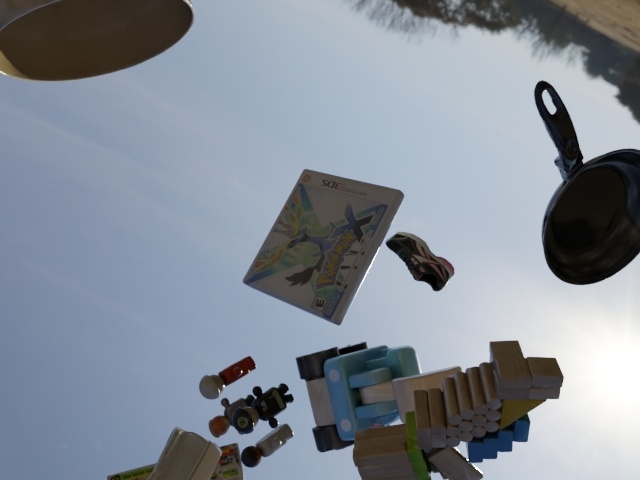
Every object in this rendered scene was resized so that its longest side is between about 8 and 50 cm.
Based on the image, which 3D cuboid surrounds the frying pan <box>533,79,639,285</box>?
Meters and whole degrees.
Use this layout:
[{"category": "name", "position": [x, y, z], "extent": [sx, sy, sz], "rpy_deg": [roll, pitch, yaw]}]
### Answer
[{"category": "frying pan", "position": [0.323, -0.052, 0.767], "extent": [0.326, 0.197, 0.053], "rpy_deg": [21, -165, -28]}]

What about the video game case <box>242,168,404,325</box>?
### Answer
[{"category": "video game case", "position": [0.000, 0.000, 1.370], "extent": [0.300, 0.328, 0.036], "rpy_deg": [18, 165, 40]}]

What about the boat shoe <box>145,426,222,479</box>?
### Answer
[{"category": "boat shoe", "position": [-0.147, 0.228, 0.502], "extent": [0.063, 0.066, 0.184], "rpy_deg": [32, -147, 2]}]

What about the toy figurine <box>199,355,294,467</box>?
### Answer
[{"category": "toy figurine", "position": [-0.175, 0.402, 1.380], "extent": [0.148, 0.209, 0.213], "rpy_deg": [-26, -138, -37]}]

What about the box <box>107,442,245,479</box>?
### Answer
[{"category": "box", "position": [-0.219, 0.400, 0.924], "extent": [0.207, 0.036, 0.114], "rpy_deg": [-12, -125, -10]}]

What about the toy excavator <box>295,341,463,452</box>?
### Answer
[{"category": "toy excavator", "position": [0.151, 0.315, 1.281], "extent": [0.433, 0.446, 0.222], "rpy_deg": [3, -110, -58]}]

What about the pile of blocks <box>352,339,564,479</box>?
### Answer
[{"category": "pile of blocks", "position": [0.207, 0.273, 0.904], "extent": [0.149, 0.362, 0.112], "rpy_deg": [47, -158, -17]}]

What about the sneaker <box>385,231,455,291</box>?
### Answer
[{"category": "sneaker", "position": [0.227, 0.051, 1.373], "extent": [0.178, 0.072, 0.077], "rpy_deg": [32, -128, 3]}]

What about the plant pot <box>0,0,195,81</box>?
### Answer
[{"category": "plant pot", "position": [-0.343, -0.365, 0.822], "extent": [0.284, 0.284, 0.190], "rpy_deg": [-21, -89, -57]}]
